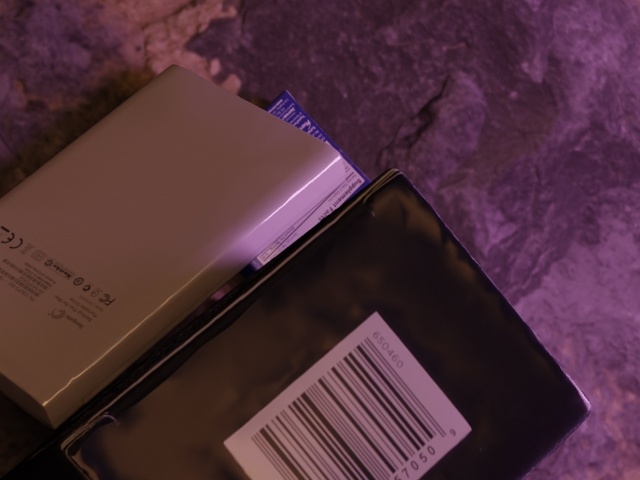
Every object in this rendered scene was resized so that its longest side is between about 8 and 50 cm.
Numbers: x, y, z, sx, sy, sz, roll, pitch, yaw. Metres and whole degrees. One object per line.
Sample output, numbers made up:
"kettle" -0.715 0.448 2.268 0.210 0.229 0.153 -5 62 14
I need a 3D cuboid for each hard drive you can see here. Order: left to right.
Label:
"hard drive" -0.157 -0.005 1.457 0.203 0.040 0.307 30 59 36

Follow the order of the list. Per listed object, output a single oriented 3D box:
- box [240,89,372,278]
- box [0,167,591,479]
"box" 0.000 0.000 1.578 0.225 0.036 0.136 46 66 -2
"box" -0.049 0.159 1.321 0.293 0.395 0.212 -40 91 -24
